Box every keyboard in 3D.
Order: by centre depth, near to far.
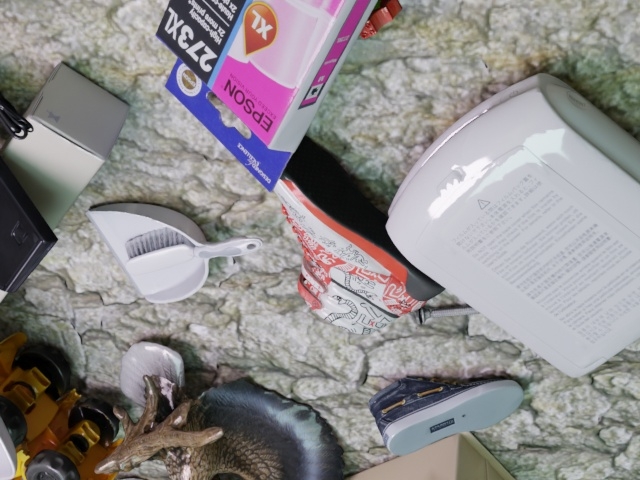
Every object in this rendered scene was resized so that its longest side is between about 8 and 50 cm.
[{"bbox_3d":[-0.368,-0.116,1.315,0.317,0.033,0.201,53,133,8],"label":"keyboard"}]

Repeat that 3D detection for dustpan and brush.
[{"bbox_3d":[-0.156,0.010,1.465,0.211,0.060,0.147,-14,125,21],"label":"dustpan and brush"}]

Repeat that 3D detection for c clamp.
[{"bbox_3d":[0.164,0.068,1.481,0.161,0.022,0.137,-1,128,12],"label":"c clamp"}]

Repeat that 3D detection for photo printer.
[{"bbox_3d":[0.242,-0.017,1.340,0.308,0.107,0.256,34,124,-17],"label":"photo printer"}]

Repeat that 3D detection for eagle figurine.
[{"bbox_3d":[-0.143,0.276,1.631,0.226,0.225,0.298,27,-178,36],"label":"eagle figurine"}]

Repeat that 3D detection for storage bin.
[{"bbox_3d":[0.151,0.407,1.700,0.262,0.123,0.260,-28,119,28],"label":"storage bin"}]

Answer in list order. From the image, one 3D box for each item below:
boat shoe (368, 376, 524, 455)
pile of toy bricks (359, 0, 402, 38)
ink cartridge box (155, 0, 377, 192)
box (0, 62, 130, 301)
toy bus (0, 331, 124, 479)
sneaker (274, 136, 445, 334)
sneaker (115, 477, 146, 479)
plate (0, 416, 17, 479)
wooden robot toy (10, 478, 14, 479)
[{"bbox_3d":[0.151,0.193,1.567,0.183,0.083,0.065,-18,130,-10],"label":"boat shoe"},{"bbox_3d":[0.094,-0.262,1.166,0.212,0.105,0.118,-19,124,24],"label":"pile of toy bricks"},{"bbox_3d":[-0.049,-0.221,1.203,0.176,0.069,0.371,45,133,17],"label":"ink cartridge box"},{"bbox_3d":[-0.323,-0.056,1.409,0.094,0.113,0.275,32,129,-16],"label":"box"},{"bbox_3d":[-0.389,0.264,1.635,0.220,0.149,0.211,46,121,-7],"label":"toy bus"},{"bbox_3d":[0.000,0.001,1.411,0.270,0.090,0.145,38,130,-17],"label":"sneaker"},{"bbox_3d":[-0.227,0.411,1.801,0.215,0.084,0.083,37,136,-18],"label":"sneaker"},{"bbox_3d":[-0.484,0.166,1.526,0.278,0.045,0.277,-17,100,41],"label":"plate"},{"bbox_3d":[-0.423,0.297,1.740,0.076,0.079,0.173,26,129,-11],"label":"wooden robot toy"}]
